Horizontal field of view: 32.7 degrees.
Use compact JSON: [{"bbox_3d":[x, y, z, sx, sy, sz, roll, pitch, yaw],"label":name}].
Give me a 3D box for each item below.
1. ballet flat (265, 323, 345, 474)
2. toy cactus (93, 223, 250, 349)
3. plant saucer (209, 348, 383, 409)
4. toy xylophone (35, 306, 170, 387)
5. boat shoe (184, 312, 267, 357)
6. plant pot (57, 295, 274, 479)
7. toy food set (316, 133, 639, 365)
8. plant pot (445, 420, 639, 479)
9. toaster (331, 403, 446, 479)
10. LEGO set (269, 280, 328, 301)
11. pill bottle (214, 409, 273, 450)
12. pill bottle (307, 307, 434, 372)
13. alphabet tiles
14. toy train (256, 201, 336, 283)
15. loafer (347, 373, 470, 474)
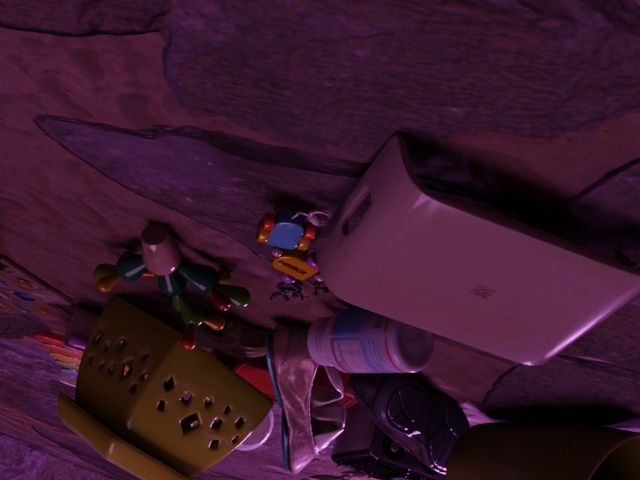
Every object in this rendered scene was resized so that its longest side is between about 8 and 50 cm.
[{"bbox_3d":[-0.016,0.251,1.653,0.106,0.107,0.316,-3,135,3],"label":"ballet flat"},{"bbox_3d":[-0.205,0.049,1.416,0.219,0.112,0.180,18,150,17],"label":"toy cactus"},{"bbox_3d":[-0.052,0.229,1.793,0.258,0.048,0.259,19,157,-10],"label":"plant saucer"},{"bbox_3d":[-0.354,0.202,1.883,0.236,0.081,0.323,15,158,0],"label":"toy xylophone"},{"bbox_3d":[-0.137,0.140,1.633,0.135,0.050,0.045,10,136,1],"label":"boat shoe"},{"bbox_3d":[-0.249,0.247,1.654,0.227,0.207,0.228,20,163,50],"label":"plant pot"},{"bbox_3d":[0.169,0.013,1.103,0.306,0.092,0.220,19,146,-12],"label":"toy food set"},{"bbox_3d":[0.345,0.390,1.678,0.275,0.275,0.293,35,166,-39],"label":"plant pot"},{"bbox_3d":[0.125,0.359,1.900,0.168,0.110,0.185,24,156,-18],"label":"toaster"},{"bbox_3d":[-0.030,0.060,1.416,0.083,0.023,0.054,-5,155,14],"label":"LEGO set"},{"bbox_3d":[-0.139,0.316,1.932,0.103,0.103,0.184,20,172,-10],"label":"pill bottle"},{"bbox_3d":[0.062,0.130,1.427,0.160,0.087,0.087,-6,150,43],"label":"pill bottle"},{"bbox_3d":[-0.586,0.060,1.795,0.342,0.011,0.285,1,154,32],"label":"alphabet tiles"},{"bbox_3d":[0.000,0.000,1.222,0.125,0.046,0.166,-11,144,19],"label":"toy train"},{"bbox_3d":[0.146,0.279,1.731,0.095,0.109,0.302,21,164,40],"label":"loafer"}]
